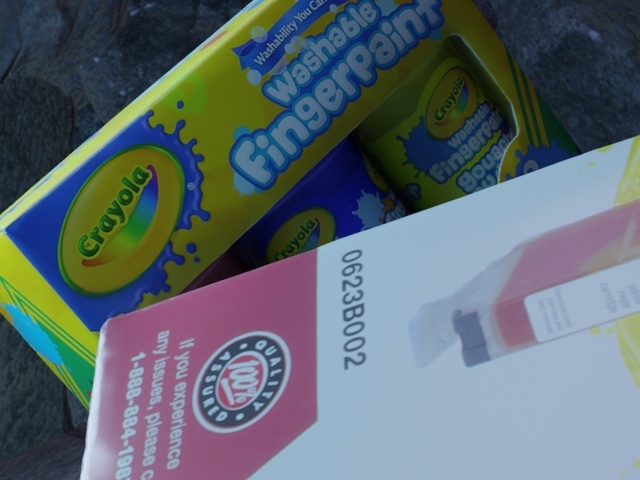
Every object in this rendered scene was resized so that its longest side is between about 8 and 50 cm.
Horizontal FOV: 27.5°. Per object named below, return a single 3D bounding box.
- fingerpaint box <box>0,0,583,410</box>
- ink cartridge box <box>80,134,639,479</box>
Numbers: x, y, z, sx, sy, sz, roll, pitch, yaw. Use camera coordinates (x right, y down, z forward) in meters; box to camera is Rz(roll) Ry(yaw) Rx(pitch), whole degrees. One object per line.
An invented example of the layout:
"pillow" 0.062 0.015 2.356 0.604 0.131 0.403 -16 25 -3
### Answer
"fingerpaint box" 0.000 0.000 1.078 0.445 0.371 0.163 -44 14 -26
"ink cartridge box" 0.124 0.106 0.394 0.385 0.160 0.279 -19 38 15
